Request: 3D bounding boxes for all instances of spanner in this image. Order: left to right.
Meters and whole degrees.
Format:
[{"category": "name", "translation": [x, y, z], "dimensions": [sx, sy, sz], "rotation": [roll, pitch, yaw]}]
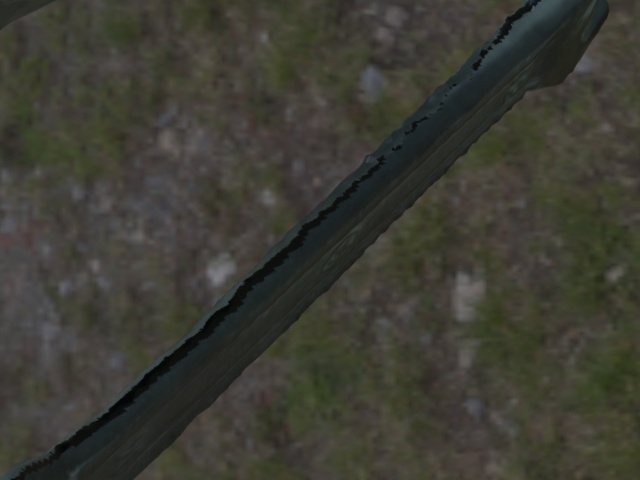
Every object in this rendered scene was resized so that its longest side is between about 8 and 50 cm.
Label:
[{"category": "spanner", "translation": [0.000, 0.000, 0.421], "dimensions": [0.017, 0.302, 0.071], "rotation": [36, 141, 12]}]

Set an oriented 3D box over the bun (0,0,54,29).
[{"category": "bun", "translation": [-0.151, -0.120, 0.283], "dimensions": [0.354, 0.354, 0.194], "rotation": [-23, 62, 42]}]
